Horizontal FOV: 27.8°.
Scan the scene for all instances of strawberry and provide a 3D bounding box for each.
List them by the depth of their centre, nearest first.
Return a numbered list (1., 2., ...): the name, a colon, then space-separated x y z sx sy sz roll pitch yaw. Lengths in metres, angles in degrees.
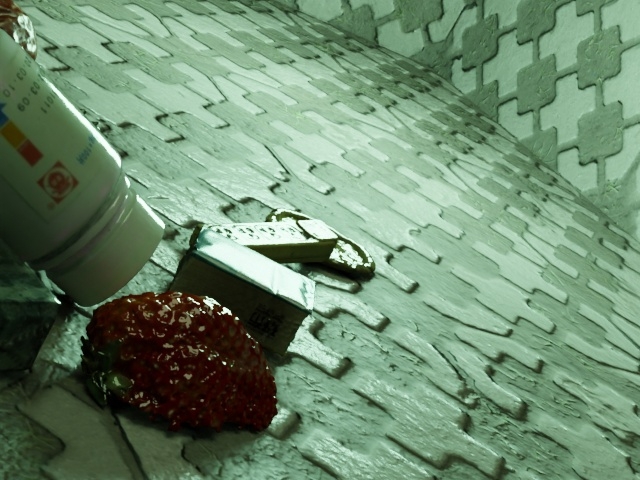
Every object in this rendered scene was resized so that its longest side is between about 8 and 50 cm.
1. strawberry: -0.138 0.114 1.360 0.175 0.107 0.236 40 19 29

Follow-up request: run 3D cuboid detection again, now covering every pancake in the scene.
1. pancake: -0.001 0.001 2.041 0.199 0.021 0.199 26 16 -8

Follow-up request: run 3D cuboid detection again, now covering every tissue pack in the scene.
1. tissue pack: -0.097 0.063 1.607 0.169 0.082 0.120 27 16 -7

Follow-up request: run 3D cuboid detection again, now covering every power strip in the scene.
1. power strip: -0.073 0.002 1.848 0.064 0.044 0.305 39 24 31

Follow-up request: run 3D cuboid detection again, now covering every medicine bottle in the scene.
1. medicine bottle: -0.309 -0.073 1.385 0.293 0.170 0.170 49 9 -25

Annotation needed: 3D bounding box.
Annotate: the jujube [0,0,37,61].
1. jujube: -0.508 -0.267 1.798 0.168 0.168 0.236 36 35 21

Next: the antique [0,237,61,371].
1. antique: -0.340 0.050 1.253 0.183 0.088 0.086 40 21 31

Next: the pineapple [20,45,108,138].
1. pineapple: -0.399 -0.179 1.727 0.278 0.158 0.158 29 12 -49
